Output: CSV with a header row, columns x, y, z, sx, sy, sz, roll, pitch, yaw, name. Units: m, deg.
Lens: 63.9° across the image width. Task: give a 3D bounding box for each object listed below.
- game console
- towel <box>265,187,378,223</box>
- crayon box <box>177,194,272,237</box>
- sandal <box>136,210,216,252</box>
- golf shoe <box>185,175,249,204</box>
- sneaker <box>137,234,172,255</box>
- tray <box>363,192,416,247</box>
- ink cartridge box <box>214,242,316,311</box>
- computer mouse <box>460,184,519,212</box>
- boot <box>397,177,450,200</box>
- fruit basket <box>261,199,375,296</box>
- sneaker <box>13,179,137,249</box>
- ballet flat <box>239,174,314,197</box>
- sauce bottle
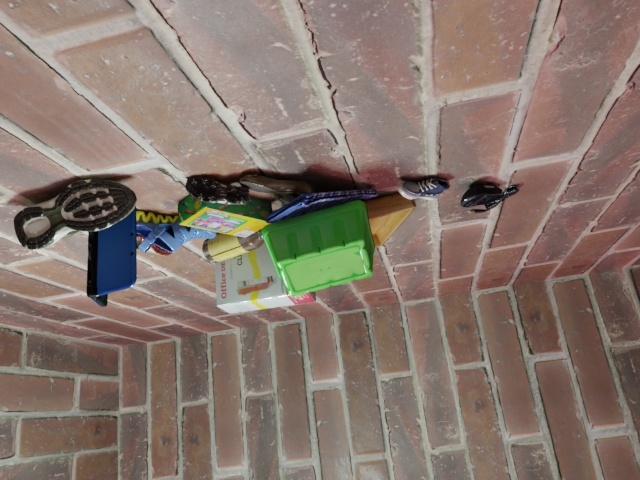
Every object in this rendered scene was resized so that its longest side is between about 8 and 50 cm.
x,y,z,sx,sy,sz,roll,pitch,yaw,name
-0.679,0.052,1.720,0.173,0.293,0.250,-4,161,-9,game console
0.005,-0.113,1.749,0.336,0.040,0.243,-9,170,-40,towel
-0.321,-0.093,1.752,0.278,0.081,0.165,13,152,-43,crayon box
-0.524,-0.019,1.814,0.317,0.138,0.126,0,157,-24,sandal
-0.322,-0.148,1.603,0.198,0.077,0.094,14,179,-11,golf shoe
-0.650,0.003,1.937,0.093,0.088,0.225,4,171,38,sneaker
0.201,-0.056,1.995,0.203,0.076,0.411,-14,162,-16,tray
-0.230,0.130,2.110,0.385,0.279,0.160,-10,159,8,ink cartridge box
0.594,-0.158,1.922,0.262,0.060,0.184,-9,160,-30,computer mouse
0.355,-0.187,1.758,0.190,0.069,0.086,-1,154,-40,boot
0.000,0.000,1.808,0.392,0.392,0.283,-10,129,9,fruit basket
-0.736,-0.097,1.594,0.410,0.158,0.182,-14,-170,15,sneaker
-0.135,-0.179,1.630,0.250,0.058,0.084,8,173,-22,ballet flat
-0.294,-0.004,1.964,0.344,0.111,0.111,-17,158,28,sauce bottle
